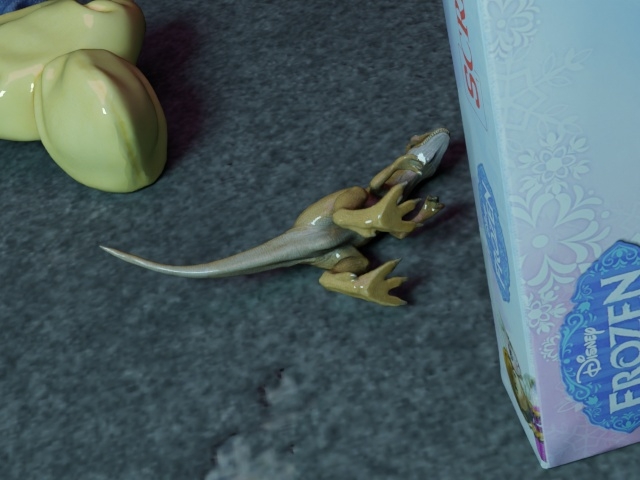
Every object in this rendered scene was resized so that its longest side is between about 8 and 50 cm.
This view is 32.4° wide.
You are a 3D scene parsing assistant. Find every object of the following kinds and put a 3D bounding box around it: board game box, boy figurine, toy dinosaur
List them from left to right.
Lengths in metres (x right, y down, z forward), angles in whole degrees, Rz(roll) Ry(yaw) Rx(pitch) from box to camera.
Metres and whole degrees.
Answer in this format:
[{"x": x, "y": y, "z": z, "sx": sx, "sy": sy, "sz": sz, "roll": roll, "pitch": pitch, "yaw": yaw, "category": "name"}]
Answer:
[{"x": -0.194, "y": -0.124, "z": 0.791, "sx": 0.177, "sy": 0.092, "sz": 0.285, "roll": -36, "pitch": 44, "yaw": -24, "category": "boy figurine"}, {"x": 0.000, "y": 0.000, "z": 0.616, "sx": 0.211, "sy": 0.064, "sz": 0.112, "roll": -24, "pitch": 21, "yaw": -24, "category": "toy dinosaur"}, {"x": 0.211, "y": -0.074, "z": 0.416, "sx": 0.318, "sy": 0.318, "sz": 0.066, "roll": -17, "pitch": 40, "yaw": 0, "category": "board game box"}]
